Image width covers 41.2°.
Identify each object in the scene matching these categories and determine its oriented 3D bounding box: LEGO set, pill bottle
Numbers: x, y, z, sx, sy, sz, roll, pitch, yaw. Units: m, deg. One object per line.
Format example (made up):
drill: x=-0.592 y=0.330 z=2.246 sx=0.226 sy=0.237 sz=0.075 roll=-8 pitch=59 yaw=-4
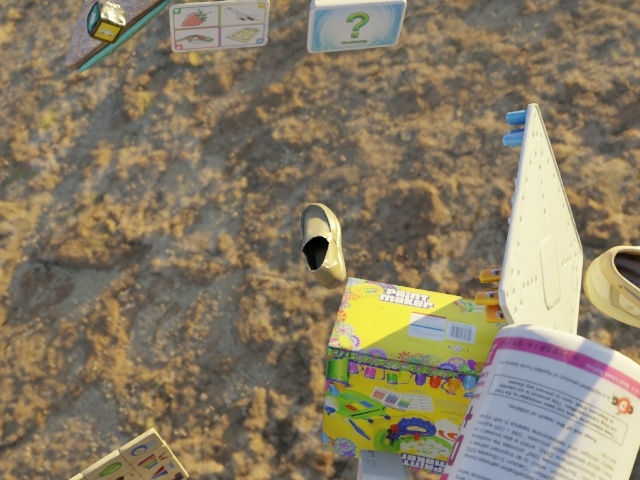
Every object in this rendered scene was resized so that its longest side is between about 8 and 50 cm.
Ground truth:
LEGO set: x=-0.043 y=-0.184 z=0.596 sx=0.244 sy=0.182 sz=0.060 roll=-7 pitch=59 yaw=-11
pill bottle: x=0.194 y=0.237 z=0.801 sx=0.160 sy=0.160 sz=0.283 roll=10 pitch=68 yaw=43

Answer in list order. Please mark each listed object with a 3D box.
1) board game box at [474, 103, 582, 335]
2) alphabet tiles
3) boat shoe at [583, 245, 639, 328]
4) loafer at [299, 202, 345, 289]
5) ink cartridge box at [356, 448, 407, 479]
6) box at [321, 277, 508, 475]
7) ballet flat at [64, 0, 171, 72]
board game box: x=0.346 y=0.051 z=1.365 sx=0.050 sy=0.390 sz=0.390 roll=-4 pitch=49 yaw=27
alphabet tiles: x=-0.236 y=0.296 z=0.916 sx=0.198 sy=0.237 sz=0.009 roll=-31 pitch=61 yaw=-13
boat shoe: x=0.548 y=0.104 z=1.203 sx=0.341 sy=0.110 sz=0.122 roll=20 pitch=71 yaw=6
loafer: x=0.000 y=0.000 z=1.236 sx=0.056 sy=0.050 sz=0.148 roll=-31 pitch=52 yaw=17
ink cartridge box: x=0.093 y=0.443 z=1.374 sx=0.072 sy=0.175 sz=0.127 roll=5 pitch=7 yaw=0
box: x=0.163 y=0.244 z=1.475 sx=0.289 sy=0.279 sz=0.177 roll=10 pitch=40 yaw=8
ballet flat: x=-0.188 y=-0.322 z=0.986 sx=0.316 sy=0.106 sz=0.107 roll=-36 pitch=18 yaw=-2
